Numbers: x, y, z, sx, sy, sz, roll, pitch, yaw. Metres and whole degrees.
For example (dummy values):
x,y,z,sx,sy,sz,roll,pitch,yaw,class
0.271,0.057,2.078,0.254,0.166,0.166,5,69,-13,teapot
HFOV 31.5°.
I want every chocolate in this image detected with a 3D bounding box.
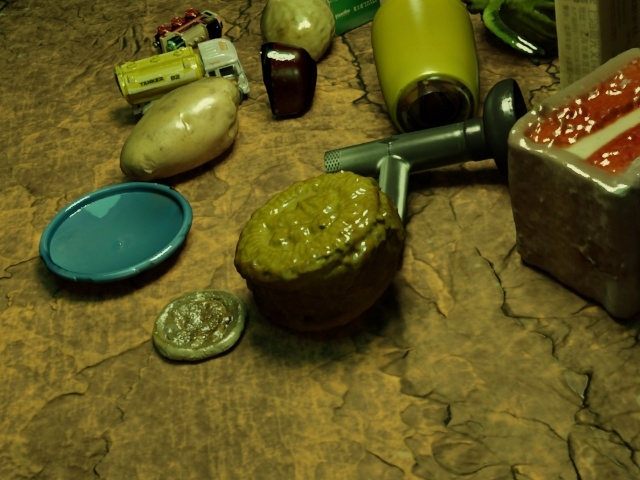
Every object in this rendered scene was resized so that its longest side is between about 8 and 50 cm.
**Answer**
x,y,z,sx,sy,sz,roll,pitch,yaw,class
-0.048,-0.281,1.966,0.080,0.149,0.125,-3,77,11,chocolate

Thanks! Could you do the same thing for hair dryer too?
x,y,z,sx,sy,sz,roll,pitch,yaw,class
0.174,-0.067,1.683,0.320,0.156,0.284,-18,56,13,hair dryer

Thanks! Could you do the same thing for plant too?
x,y,z,sx,sy,sz,roll,pitch,yaw,class
0.316,-0.417,1.874,0.251,0.180,0.333,27,17,12,plant

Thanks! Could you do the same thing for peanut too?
x,y,z,sx,sy,sz,roll,pitch,yaw,class
-0.042,-0.397,2.121,0.140,0.109,0.159,-33,56,23,peanut

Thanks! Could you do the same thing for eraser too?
x,y,z,sx,sy,sz,roll,pitch,yaw,class
0.418,-0.327,1.708,0.078,0.343,0.144,17,45,35,eraser

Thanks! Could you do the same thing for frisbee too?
x,y,z,sx,sy,sz,roll,pitch,yaw,class
-0.312,-0.006,1.751,0.242,0.045,0.242,-8,37,6,frisbee

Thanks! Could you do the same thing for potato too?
x,y,z,sx,sy,sz,roll,pitch,yaw,class
-0.223,-0.180,1.895,0.161,0.128,0.235,1,41,42,potato

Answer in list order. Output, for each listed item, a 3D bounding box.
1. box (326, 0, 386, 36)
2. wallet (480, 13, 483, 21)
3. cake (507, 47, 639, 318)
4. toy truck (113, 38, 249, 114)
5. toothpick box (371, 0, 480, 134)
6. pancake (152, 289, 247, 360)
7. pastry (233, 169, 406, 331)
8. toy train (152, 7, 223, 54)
x,y,z,sx,sy,sz,roll,pitch,yaw,class
0.070,-0.489,2.232,0.199,0.081,0.135,-26,40,-20,box
0.466,-0.483,2.119,0.342,0.075,0.237,-4,44,8,wallet
0.417,-0.085,1.501,0.309,0.230,0.237,-31,44,-25,cake
-0.248,-0.288,2.034,0.226,0.114,0.098,-16,37,-5,toy truck
0.176,-0.282,1.864,0.175,0.175,0.271,-8,41,5,toothpick box
-0.168,0.116,1.572,0.139,0.022,0.139,-8,38,7,pancake
0.000,0.000,1.542,0.240,0.132,0.235,2,52,33,pastry
-0.263,-0.409,2.247,0.138,0.050,0.087,-37,47,-28,toy train
